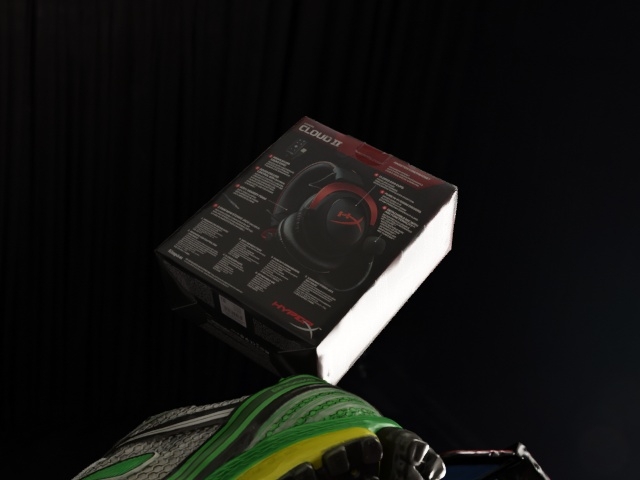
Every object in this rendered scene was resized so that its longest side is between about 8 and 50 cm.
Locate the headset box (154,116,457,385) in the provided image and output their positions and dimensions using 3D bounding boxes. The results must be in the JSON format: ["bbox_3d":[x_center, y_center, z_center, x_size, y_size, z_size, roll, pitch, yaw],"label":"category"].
[{"bbox_3d":[0.000,0.000,0.983,0.218,0.110,0.293,28,-124,24],"label":"headset box"}]

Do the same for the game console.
[{"bbox_3d":[0.100,0.217,0.660,0.124,0.144,0.085,52,-145,6],"label":"game console"}]

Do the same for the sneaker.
[{"bbox_3d":[-0.107,0.181,0.479,0.343,0.134,0.146,-19,-159,-21],"label":"sneaker"}]
